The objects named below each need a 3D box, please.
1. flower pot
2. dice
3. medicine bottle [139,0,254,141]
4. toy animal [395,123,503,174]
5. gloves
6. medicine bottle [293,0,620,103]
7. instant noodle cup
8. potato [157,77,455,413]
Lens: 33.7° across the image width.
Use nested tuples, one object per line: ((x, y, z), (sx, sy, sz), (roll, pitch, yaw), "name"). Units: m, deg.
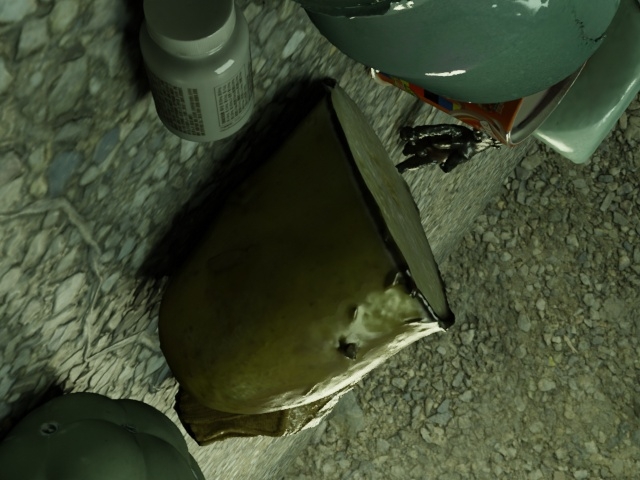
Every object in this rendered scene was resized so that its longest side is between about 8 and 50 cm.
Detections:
((-0.237, 0.274, 1.074), (0.246, 0.195, 0.246), (-49, 167, -16), "flower pot")
((0.387, -0.299, 1.702), (0.268, 0.264, 0.262), (-57, 168, 10), "dice")
((-0.090, -0.135, 0.778), (0.079, 0.079, 0.140), (-50, 167, -17), "medicine bottle")
((0.193, -0.143, 1.669), (0.148, 0.084, 0.232), (-8, 180, -39), "toy animal")
((-0.035, 0.165, 1.423), (0.356, 0.155, 0.203), (-35, -171, 25), "gloves")
((0.084, -0.235, 0.774), (0.245, 0.245, 0.290), (-57, 159, 15), "medicine bottle")
((0.212, -0.248, 1.293), (0.250, 0.192, 0.250), (-46, 162, -20), "instant noodle cup")
((-0.040, 0.017, 1.191), (0.296, 0.290, 0.397), (-28, -147, 9), "potato")
